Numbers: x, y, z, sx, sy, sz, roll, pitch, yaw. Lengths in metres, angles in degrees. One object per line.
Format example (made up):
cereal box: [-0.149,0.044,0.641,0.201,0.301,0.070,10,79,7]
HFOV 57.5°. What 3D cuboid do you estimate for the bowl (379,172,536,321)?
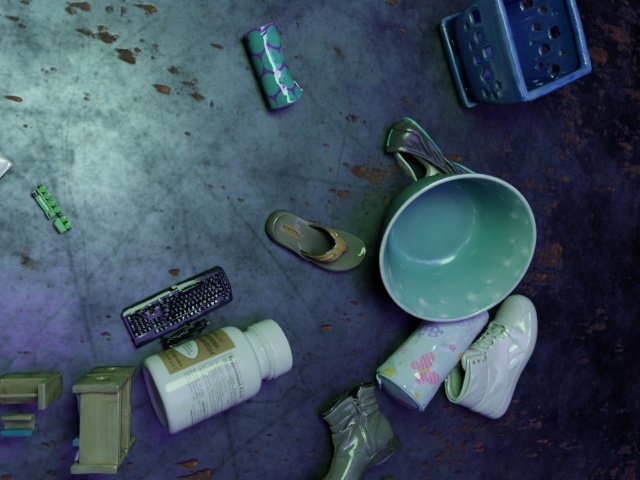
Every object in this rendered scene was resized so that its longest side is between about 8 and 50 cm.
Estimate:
bowl: [0.250,-0.009,1.173,0.311,0.163,0.311,-4,114,-9]

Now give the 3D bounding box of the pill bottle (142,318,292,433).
pill bottle: [-0.171,0.219,0.991,0.229,0.131,0.131,-19,99,-28]

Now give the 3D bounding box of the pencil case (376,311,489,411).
pencil case: [0.236,0.223,1.228,0.124,0.113,0.273,38,69,9]

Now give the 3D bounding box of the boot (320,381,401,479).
boot: [0.037,0.399,1.149,0.246,0.083,0.161,-33,99,-31]

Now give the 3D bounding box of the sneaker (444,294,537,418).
sneaker: [0.379,0.243,1.314,0.169,0.108,0.292,25,79,-30]

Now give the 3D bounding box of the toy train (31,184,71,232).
toy train: [-0.421,-0.048,0.915,0.023,0.017,0.083,-34,106,-14]

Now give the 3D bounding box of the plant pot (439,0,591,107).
plant pot: [0.407,-0.423,1.268,0.236,0.212,0.236,-26,103,-27]

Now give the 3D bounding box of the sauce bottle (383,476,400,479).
sauce bottle: [0.146,0.565,1.220,0.042,0.042,0.128,8,85,-29]

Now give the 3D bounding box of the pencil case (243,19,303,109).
pencil case: [-0.086,-0.320,1.075,0.070,0.064,0.152,-23,102,-11]

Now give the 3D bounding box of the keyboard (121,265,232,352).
keyboard: [-0.234,0.124,1.009,0.192,0.038,0.100,-27,103,-26]

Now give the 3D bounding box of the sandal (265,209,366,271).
sandal: [0.000,0.000,1.126,0.219,0.060,0.090,27,78,-27]

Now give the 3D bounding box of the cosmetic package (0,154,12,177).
cosmetic package: [-0.553,-0.045,0.815,0.099,0.060,0.239,42,71,-25]

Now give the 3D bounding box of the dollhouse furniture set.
dollhouse furniture set: [-0.388,0.268,0.891,0.183,0.129,0.129,1,90,-5]

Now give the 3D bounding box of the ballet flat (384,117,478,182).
ballet flat: [0.248,-0.146,1.256,0.280,0.095,0.096,35,83,-14]
